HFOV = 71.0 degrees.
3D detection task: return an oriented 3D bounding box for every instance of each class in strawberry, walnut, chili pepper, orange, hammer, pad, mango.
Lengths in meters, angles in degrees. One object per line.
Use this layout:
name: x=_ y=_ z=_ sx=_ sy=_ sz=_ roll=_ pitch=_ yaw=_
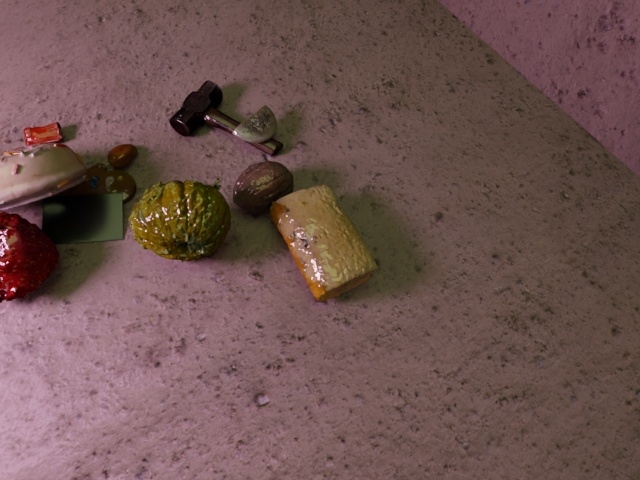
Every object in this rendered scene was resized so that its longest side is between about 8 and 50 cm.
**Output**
strawberry: x=-0.900 y=0.045 z=1.304 sx=0.274 sy=0.220 sz=0.274 roll=1 pitch=92 yaw=19
walnut: x=-0.202 y=-0.185 z=1.561 sx=0.230 sy=0.178 sz=0.178 roll=-29 pitch=71 yaw=-21
chili pepper: x=-0.975 y=-0.371 z=1.578 sx=0.123 sy=0.073 sz=0.070 roll=-16 pitch=25 yaw=-20
orange: x=-0.425 y=-0.054 z=1.377 sx=0.301 sy=0.300 sz=0.223 roll=4 pitch=53 yaw=-28
hammer: x=-0.339 y=-0.431 z=1.724 sx=0.409 sy=0.095 sz=0.242 roll=29 pitch=62 yaw=-1
pad: x=-0.779 y=-0.071 z=1.474 sx=0.245 sy=0.006 sz=0.170 roll=-5 pitch=75 yaw=-12
mango: x=-0.702 y=-0.304 z=1.596 sx=0.080 sy=0.060 sz=0.114 roll=27 pitch=57 yaw=22

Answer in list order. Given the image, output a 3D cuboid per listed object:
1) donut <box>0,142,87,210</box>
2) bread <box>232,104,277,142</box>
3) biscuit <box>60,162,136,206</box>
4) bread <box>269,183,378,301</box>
donut: x=-0.909 y=-0.197 z=1.346 sx=0.383 sy=0.142 sz=0.382 roll=-10 pitch=21 yaw=4
bread: x=-0.226 y=-0.427 z=1.689 sx=0.112 sy=0.036 sz=0.193 roll=41 pitch=62 yaw=2
biscuit: x=-0.758 y=-0.189 z=1.542 sx=0.236 sy=0.039 sz=0.180 roll=6 pitch=61 yaw=-9
bread: x=0.000 y=0.000 z=1.506 sx=0.236 sy=0.165 sz=0.375 roll=-19 pitch=67 yaw=-23
